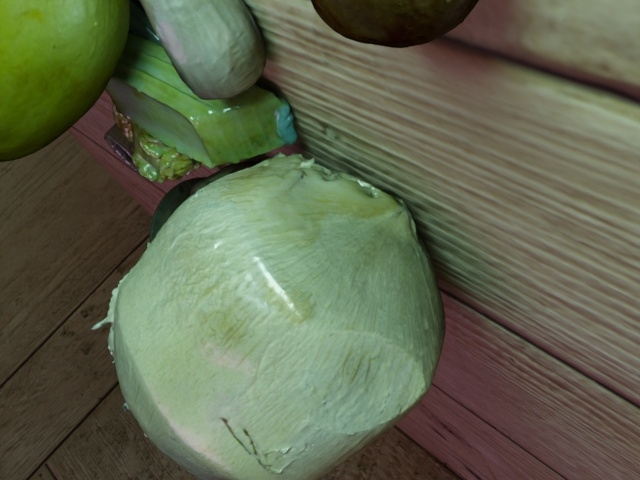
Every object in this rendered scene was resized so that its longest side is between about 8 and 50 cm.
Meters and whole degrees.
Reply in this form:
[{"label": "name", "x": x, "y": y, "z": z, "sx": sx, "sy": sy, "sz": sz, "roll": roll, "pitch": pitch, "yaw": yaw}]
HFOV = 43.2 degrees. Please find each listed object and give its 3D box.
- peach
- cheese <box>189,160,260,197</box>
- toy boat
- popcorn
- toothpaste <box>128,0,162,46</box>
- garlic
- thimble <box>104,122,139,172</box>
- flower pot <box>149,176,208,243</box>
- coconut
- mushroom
[{"label": "peach", "x": -0.348, "y": -0.228, "z": 0.820, "sx": 0.281, "sy": 0.315, "sz": 0.314, "roll": 41, "pitch": -176, "yaw": -11}, {"label": "cheese", "x": -0.101, "y": -0.011, "z": 1.183, "sx": 0.235, "sy": 0.117, "sz": 0.217, "roll": 39, "pitch": 148, "yaw": 47}, {"label": "toy boat", "x": -0.159, "y": -0.158, "z": 0.923, "sx": 0.276, "sy": 0.084, "sz": 0.111, "roll": 27, "pitch": 159, "yaw": 28}, {"label": "popcorn", "x": -0.195, "y": -0.149, "z": 1.086, "sx": 0.136, "sy": 0.141, "sz": 0.162, "roll": -20, "pitch": 149, "yaw": 32}, {"label": "toothpaste", "x": -0.179, "y": -0.222, "z": 0.987, "sx": 0.255, "sy": 0.037, "sz": 0.067, "roll": 42, "pitch": 167, "yaw": -13}, {"label": "garlic", "x": -0.107, "y": -0.192, "z": 0.735, "sx": 0.101, "sy": 0.087, "sz": 0.195, "roll": 50, "pitch": 178, "yaw": 33}, {"label": "thimble", "x": -0.351, "y": -0.193, "z": 1.576, "sx": 0.102, "sy": 0.090, "sz": 0.115, "roll": 29, "pitch": 161, "yaw": 40}, {"label": "flower pot", "x": -0.159, "y": -0.004, "z": 1.387, "sx": 0.212, "sy": 0.212, "sz": 0.203, "roll": 48, "pitch": 158, "yaw": -28}, {"label": "coconut", "x": -0.031, "y": 0.079, "z": 0.898, "sx": 0.346, "sy": 0.360, "sz": 0.346, "roll": 42, "pitch": -162, "yaw": -18}, {"label": "mushroom", "x": 0.015, "y": -0.160, "z": 0.429, "sx": 0.135, "sy": 0.080, "sz": 0.171, "roll": 57, "pitch": 162, "yaw": -20}]
